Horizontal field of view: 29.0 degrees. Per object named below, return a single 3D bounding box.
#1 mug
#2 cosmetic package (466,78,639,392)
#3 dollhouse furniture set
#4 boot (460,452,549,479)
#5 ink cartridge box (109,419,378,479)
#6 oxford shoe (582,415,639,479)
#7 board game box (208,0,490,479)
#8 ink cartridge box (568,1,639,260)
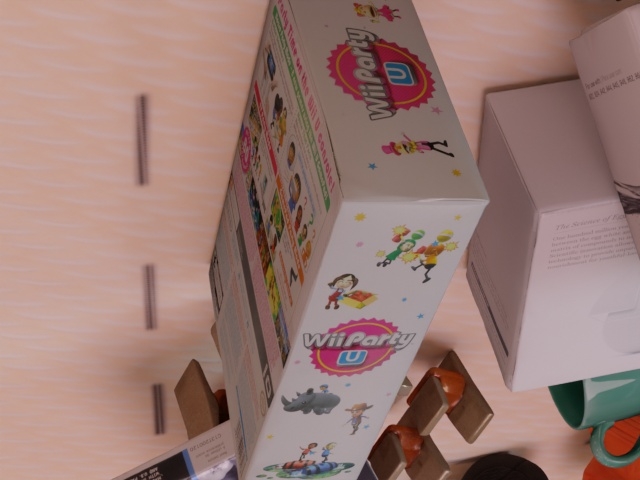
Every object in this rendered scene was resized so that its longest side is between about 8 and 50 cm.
[{"bbox_3d":[0.267,0.112,1.136,0.097,0.129,0.158,-12,108,-7],"label":"mug"},{"bbox_3d":[0.247,-0.013,0.995,0.224,0.138,0.225,-10,140,-7],"label":"cosmetic package"},{"bbox_3d":[-0.019,0.173,1.160,0.262,0.135,0.259,15,119,-31],"label":"dollhouse furniture set"},{"bbox_3d":[0.160,0.454,1.372,0.138,0.377,0.284,15,151,21],"label":"boot"},{"bbox_3d":[-0.051,0.233,1.073,0.206,0.045,0.208,-27,133,0],"label":"ink cartridge box"},{"bbox_3d":[0.355,0.175,1.286,0.132,0.130,0.364,-33,141,-32],"label":"oxford shoe"},{"bbox_3d":[0.000,0.000,0.866,0.097,0.224,0.303,0,137,-16],"label":"board game box"},{"bbox_3d":[0.310,-0.046,0.818,0.198,0.273,0.115,-19,-179,-7],"label":"ink cartridge box"}]
